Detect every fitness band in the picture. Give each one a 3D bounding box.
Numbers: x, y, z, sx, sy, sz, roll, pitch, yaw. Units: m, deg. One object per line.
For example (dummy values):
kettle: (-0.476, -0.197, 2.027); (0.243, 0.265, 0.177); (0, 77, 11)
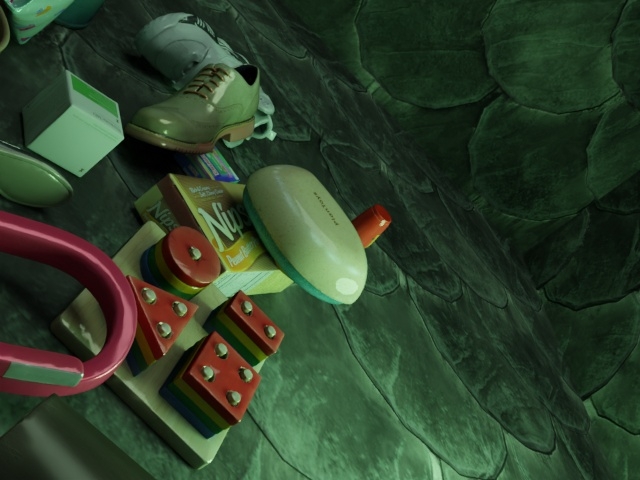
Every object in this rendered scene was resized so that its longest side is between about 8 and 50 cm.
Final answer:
fitness band: (-0.330, 0.059, 0.939); (0.291, 0.054, 0.209); (20, 37, -31)

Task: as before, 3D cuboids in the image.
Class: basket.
basket: (-0.208, 0.261, 0.792); (0.227, 0.154, 0.204); (47, 17, -3)

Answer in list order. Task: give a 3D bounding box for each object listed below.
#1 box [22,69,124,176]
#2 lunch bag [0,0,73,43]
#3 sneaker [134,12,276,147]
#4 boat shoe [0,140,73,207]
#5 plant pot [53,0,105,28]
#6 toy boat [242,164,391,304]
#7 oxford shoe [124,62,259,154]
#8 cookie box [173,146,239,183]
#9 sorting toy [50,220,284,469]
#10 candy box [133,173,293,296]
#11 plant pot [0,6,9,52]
box: (-0.357, -0.168, 1.289); (0.101, 0.102, 0.087); (34, 28, -44)
lunch bag: (-0.403, -0.447, 1.342); (0.160, 0.262, 0.223); (47, -12, -12)
sneaker: (-0.215, -0.320, 1.830); (0.210, 0.137, 0.366); (57, 16, 24)
boat shoe: (-0.401, -0.106, 1.122); (0.206, 0.075, 0.065); (27, 33, -41)
plant pot: (-0.439, -0.567, 1.594); (0.272, 0.255, 0.271); (43, 21, -21)
toy boat: (0.000, 0.000, 1.519); (0.267, 0.148, 0.318); (57, 26, 17)
oxford shoe: (-0.222, -0.250, 1.603); (0.141, 0.146, 0.397); (22, 21, 10)
cookie box: (-0.210, -0.133, 1.655); (0.091, 0.040, 0.107); (54, 20, 6)
sorting toy: (-0.172, 0.110, 1.154); (0.255, 0.089, 0.257); (47, 31, -12)
candy box: (-0.151, -0.004, 1.482); (0.183, 0.088, 0.316); (57, 20, 14)
plant pot: (-0.524, -0.294, 1.128); (0.237, 0.110, 0.237); (43, 21, -21)
